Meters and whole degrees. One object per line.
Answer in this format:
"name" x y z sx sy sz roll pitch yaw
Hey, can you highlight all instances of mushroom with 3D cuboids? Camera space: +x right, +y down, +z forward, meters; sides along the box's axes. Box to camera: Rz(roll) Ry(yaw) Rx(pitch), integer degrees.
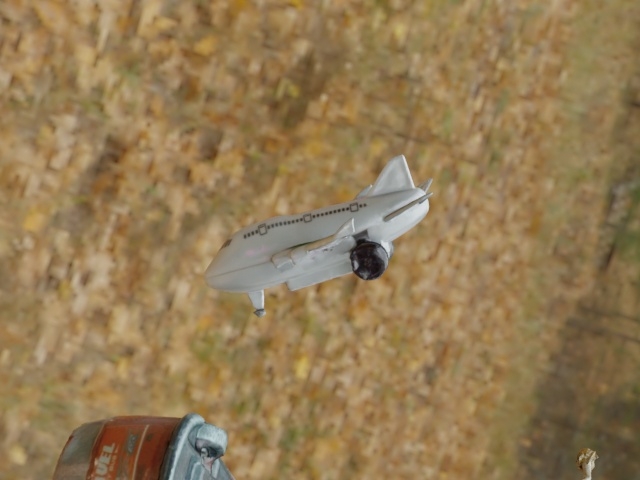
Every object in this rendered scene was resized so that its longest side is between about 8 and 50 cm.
"mushroom" 0.222 0.223 1.394 0.026 0.028 0.286 -42 171 15

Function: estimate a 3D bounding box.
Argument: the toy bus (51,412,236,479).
"toy bus" -0.114 0.218 1.163 0.265 0.120 0.121 67 31 -57

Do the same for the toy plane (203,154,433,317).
"toy plane" 0.003 0.004 1.599 0.101 0.255 0.251 64 8 -6
